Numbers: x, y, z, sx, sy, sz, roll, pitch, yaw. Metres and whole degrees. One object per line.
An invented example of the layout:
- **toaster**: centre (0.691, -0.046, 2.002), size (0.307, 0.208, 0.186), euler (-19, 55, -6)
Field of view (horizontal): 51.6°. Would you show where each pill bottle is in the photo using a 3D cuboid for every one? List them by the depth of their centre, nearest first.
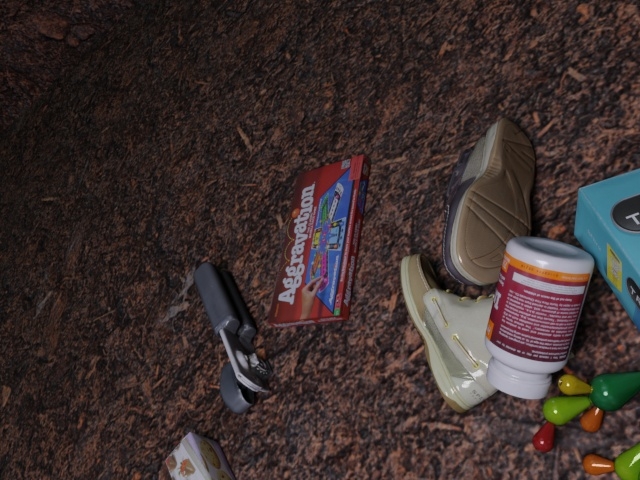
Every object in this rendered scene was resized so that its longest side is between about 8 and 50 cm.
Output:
- **pill bottle**: centre (0.216, 0.078, 0.672), size (0.086, 0.086, 0.152), euler (27, 114, 48)

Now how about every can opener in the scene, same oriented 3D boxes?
- **can opener**: centre (-0.159, 0.153, 1.076), size (0.095, 0.076, 0.283), euler (-45, 41, 9)

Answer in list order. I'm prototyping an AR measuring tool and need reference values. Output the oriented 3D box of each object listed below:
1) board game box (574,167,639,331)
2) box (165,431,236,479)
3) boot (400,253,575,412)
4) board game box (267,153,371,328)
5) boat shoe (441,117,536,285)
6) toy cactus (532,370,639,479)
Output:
- **board game box**: centre (0.409, 0.052, 0.547), size (0.253, 0.079, 0.336), euler (-19, 49, 2)
- **box**: centre (-0.124, 0.399, 0.892), size (0.063, 0.067, 0.324), euler (-49, 41, 6)
- **boot**: centre (0.194, 0.078, 0.799), size (0.165, 0.077, 0.213), euler (-33, 53, 23)
- **board game box**: centre (0.000, 0.000, 1.066), size (0.145, 0.027, 0.281), euler (-13, 56, 38)
- **boat shoe**: centre (0.202, -0.043, 0.833), size (0.092, 0.103, 0.285), euler (-37, 21, 46)
- **toy cactus**: centre (0.321, 0.150, 0.632), size (0.219, 0.112, 0.180), euler (-8, 49, 49)
